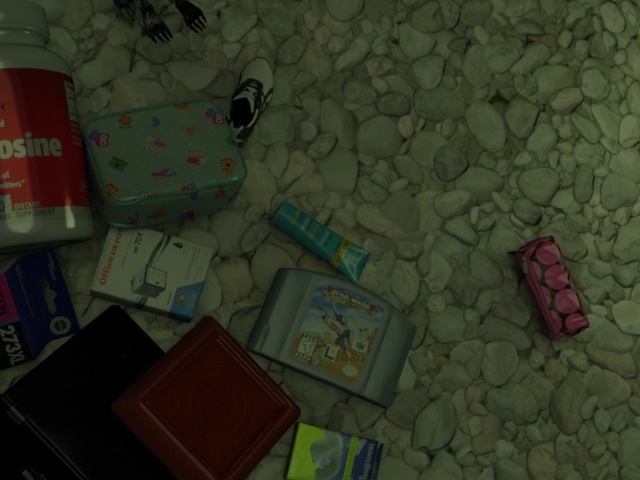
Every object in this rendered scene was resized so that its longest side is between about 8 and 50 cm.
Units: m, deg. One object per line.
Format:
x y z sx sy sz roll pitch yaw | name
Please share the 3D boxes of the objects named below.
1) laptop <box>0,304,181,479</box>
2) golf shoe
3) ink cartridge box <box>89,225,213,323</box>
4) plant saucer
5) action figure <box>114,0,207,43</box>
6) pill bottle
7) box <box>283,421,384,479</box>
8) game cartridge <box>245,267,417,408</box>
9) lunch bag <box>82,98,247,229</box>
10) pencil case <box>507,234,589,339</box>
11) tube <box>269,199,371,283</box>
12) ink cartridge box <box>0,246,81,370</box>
-0.405 0.403 1.422 0.408 0.236 0.382 -44 90 11 | laptop
-0.134 -0.279 1.584 0.077 0.094 0.198 18 74 -8 | golf shoe
-0.307 0.057 1.481 0.191 0.082 0.139 17 76 -10 | ink cartridge box
-0.187 0.295 1.438 0.259 0.048 0.258 47 55 -1 | plant saucer
-0.332 -0.485 1.561 0.164 0.141 0.275 -27 60 -9 | action figure
-0.526 -0.187 1.379 0.229 0.229 0.407 -9 89 -15 | pill bottle
0.029 0.410 1.508 0.178 0.042 0.109 15 76 -9 | box
0.029 0.175 1.551 0.297 0.062 0.198 24 79 -7 | game cartridge
-0.285 -0.147 1.486 0.279 0.108 0.224 -14 63 -27 | lunch bag
0.465 0.099 1.648 0.098 0.095 0.209 -14 78 -51 | pencil case
0.000 0.000 1.583 0.207 0.052 0.080 33 63 -8 | tube
-0.607 0.148 1.365 0.371 0.069 0.175 -18 115 -18 | ink cartridge box
